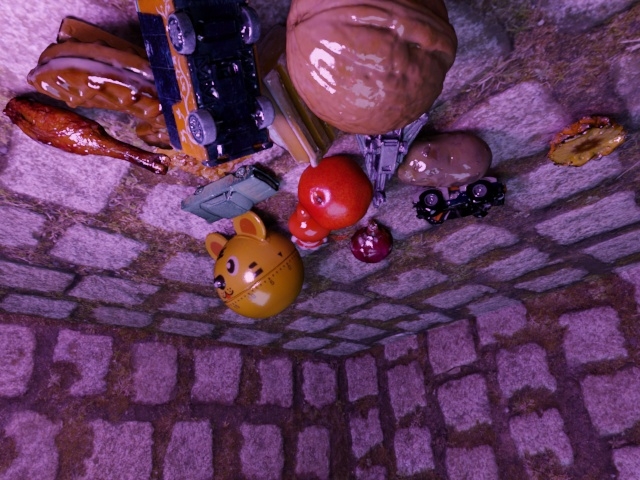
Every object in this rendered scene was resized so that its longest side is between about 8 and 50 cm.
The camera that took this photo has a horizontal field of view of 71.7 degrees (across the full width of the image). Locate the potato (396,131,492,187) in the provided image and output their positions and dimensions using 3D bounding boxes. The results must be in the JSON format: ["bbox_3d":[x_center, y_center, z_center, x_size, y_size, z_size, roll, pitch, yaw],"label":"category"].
[{"bbox_3d":[0.341,-0.223,1.237,0.263,0.164,0.165,-6,153,0],"label":"potato"}]

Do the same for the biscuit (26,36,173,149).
[{"bbox_3d":[-0.393,-0.304,0.961,0.268,0.115,0.366,3,171,34],"label":"biscuit"}]

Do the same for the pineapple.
[{"bbox_3d":[0.744,-0.286,1.255,0.225,0.076,0.224,-3,156,-2],"label":"pineapple"}]

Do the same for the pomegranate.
[{"bbox_3d":[0.051,-0.146,1.326,0.221,0.220,0.257,-13,-177,18],"label":"pomegranate"}]

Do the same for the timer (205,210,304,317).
[{"bbox_3d":[-0.256,0.092,1.650,0.376,0.376,0.386,-29,102,40],"label":"timer"}]

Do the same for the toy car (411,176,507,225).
[{"bbox_3d":[0.462,-0.134,1.479,0.302,0.117,0.193,-13,160,17],"label":"toy car"}]

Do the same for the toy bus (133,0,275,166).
[{"bbox_3d":[-0.210,-0.319,0.803,0.162,0.194,0.323,-26,124,-32],"label":"toy bus"}]

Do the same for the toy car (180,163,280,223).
[{"bbox_3d":[-0.287,-0.134,1.414,0.321,0.097,0.141,-19,149,29],"label":"toy car"}]

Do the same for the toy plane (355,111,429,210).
[{"bbox_3d":[0.166,-0.202,1.176,0.204,0.103,0.315,-1,122,-5],"label":"toy plane"}]

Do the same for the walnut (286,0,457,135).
[{"bbox_3d":[0.094,-0.350,0.814,0.333,0.332,0.332,-3,153,-1],"label":"walnut"}]

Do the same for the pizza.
[{"bbox_3d":[-0.326,-0.228,1.269,0.293,0.058,0.197,0,154,-6],"label":"pizza"}]

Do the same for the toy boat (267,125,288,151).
[{"bbox_3d":[-0.082,-0.295,1.129,0.262,0.114,0.115,23,106,-40],"label":"toy boat"}]

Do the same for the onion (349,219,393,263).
[{"bbox_3d":[0.199,0.009,1.707,0.173,0.135,0.198,-8,151,2],"label":"onion"}]

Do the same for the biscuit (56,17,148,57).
[{"bbox_3d":[-0.445,-0.399,0.932,0.188,0.052,0.056,15,158,-31],"label":"biscuit"}]

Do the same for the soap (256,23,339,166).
[{"bbox_3d":[-0.046,-0.313,0.986,0.089,0.173,0.274,12,155,31],"label":"soap"}]

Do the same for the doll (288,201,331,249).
[{"bbox_3d":[-0.032,-0.059,1.559,0.161,0.129,0.290,2,147,-4],"label":"doll"}]

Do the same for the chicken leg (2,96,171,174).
[{"bbox_3d":[-0.552,-0.236,1.025,0.407,0.095,0.158,19,178,2],"label":"chicken leg"}]

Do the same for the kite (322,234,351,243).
[{"bbox_3d":[0.000,-0.001,1.803,0.223,0.008,0.125,7,151,-20],"label":"kite"}]
